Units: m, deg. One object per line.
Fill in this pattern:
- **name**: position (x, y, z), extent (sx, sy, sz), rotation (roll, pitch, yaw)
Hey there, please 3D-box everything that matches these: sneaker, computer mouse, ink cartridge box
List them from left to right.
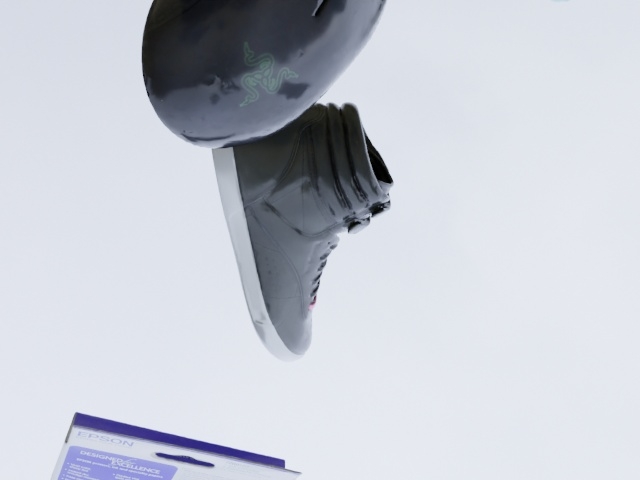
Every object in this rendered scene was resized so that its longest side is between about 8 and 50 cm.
- **ink cartridge box**: position (-0.145, 0.222, 0.761), extent (0.206, 0.208, 0.045), rotation (17, -130, -16)
- **computer mouse**: position (-0.008, -0.176, 0.500), extent (0.072, 0.188, 0.272), rotation (19, -106, 47)
- **sneaker**: position (0.000, 0.000, 0.737), extent (0.146, 0.296, 0.105), rotation (-8, -142, 4)
